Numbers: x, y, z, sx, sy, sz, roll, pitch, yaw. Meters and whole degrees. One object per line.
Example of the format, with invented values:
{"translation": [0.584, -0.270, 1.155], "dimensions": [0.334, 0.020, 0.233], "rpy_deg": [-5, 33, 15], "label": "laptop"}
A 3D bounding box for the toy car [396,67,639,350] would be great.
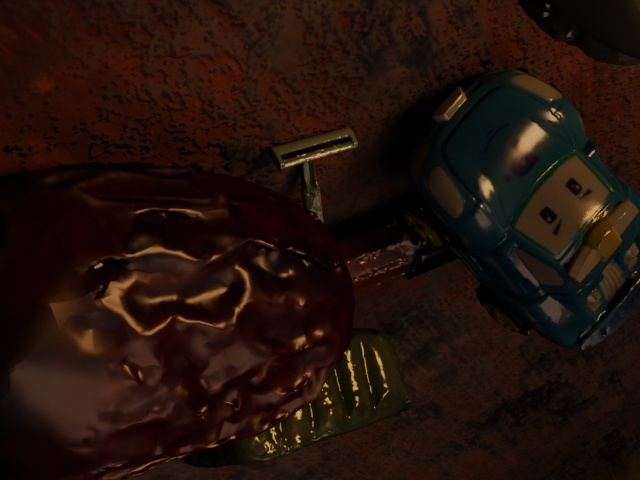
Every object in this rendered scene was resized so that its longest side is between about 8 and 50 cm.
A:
{"translation": [0.221, -0.025, 0.961], "dimensions": [0.198, 0.166, 0.314], "rpy_deg": [-48, 124, -7], "label": "toy car"}

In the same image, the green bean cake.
{"translation": [-0.040, 0.169, 1.056], "dimensions": [0.227, 0.125, 0.222], "rpy_deg": [-5, 168, -32], "label": "green bean cake"}

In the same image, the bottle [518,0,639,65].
{"translation": [0.099, -0.231, 0.478], "dimensions": [0.168, 0.347, 0.168], "rpy_deg": [-22, 148, -14], "label": "bottle"}

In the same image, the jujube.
{"translation": [-0.154, 0.063, 0.783], "dimensions": [0.376, 0.258, 0.258], "rpy_deg": [-10, 143, -41], "label": "jujube"}

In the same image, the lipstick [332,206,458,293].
{"translation": [0.041, 0.020, 1.028], "dimensions": [0.418, 0.077, 0.077], "rpy_deg": [-19, 146, -17], "label": "lipstick"}

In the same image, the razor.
{"translation": [-0.003, -0.002, 0.941], "dimensions": [0.084, 0.036, 0.211], "rpy_deg": [-17, 122, -23], "label": "razor"}
